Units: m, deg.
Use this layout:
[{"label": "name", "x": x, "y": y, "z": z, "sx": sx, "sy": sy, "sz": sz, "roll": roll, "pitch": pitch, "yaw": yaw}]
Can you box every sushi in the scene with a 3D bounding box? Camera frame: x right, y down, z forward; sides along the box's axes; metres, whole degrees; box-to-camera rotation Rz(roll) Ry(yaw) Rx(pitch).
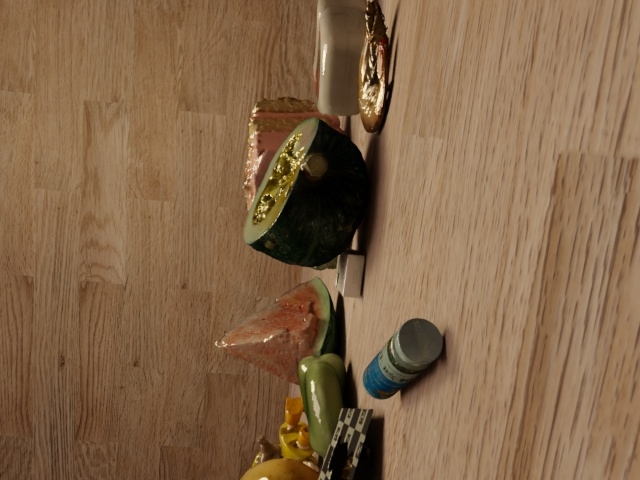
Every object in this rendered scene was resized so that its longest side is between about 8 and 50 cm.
[{"label": "sushi", "x": 0.047, "y": 0.362, "z": 0.856, "sx": 0.215, "sy": 0.050, "sz": 0.192, "roll": 122, "pitch": 169, "yaw": -70}]

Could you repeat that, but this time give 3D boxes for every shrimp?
[{"label": "shrimp", "x": 0.099, "y": -0.312, "z": 1.005, "sx": 0.133, "sy": 0.053, "sz": 0.236, "roll": -91, "pitch": 5, "yaw": -69}]

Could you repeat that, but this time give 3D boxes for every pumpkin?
[{"label": "pumpkin", "x": -0.004, "y": -0.082, "z": 1.116, "sx": 0.263, "sy": 0.196, "sz": 0.293, "roll": -19, "pitch": 47, "yaw": 64}]

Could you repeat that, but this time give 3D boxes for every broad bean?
[{"label": "broad bean", "x": 0.008, "y": 0.321, "z": 1.085, "sx": 0.228, "sy": 0.100, "sz": 0.170, "roll": -91, "pitch": -7, "yaw": -74}]

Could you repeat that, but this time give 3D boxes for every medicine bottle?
[{"label": "medicine bottle", "x": 0.088, "y": 0.140, "z": 0.632, "sx": 0.191, "sy": 0.051, "sz": 0.051, "roll": 103, "pitch": 171, "yaw": -62}]

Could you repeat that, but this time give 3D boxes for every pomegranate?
[{"label": "pomegranate", "x": -0.071, "y": 0.556, "z": 1.114, "sx": 0.233, "sy": 0.233, "sz": 0.233, "roll": -174, "pitch": 90, "yaw": -85}]

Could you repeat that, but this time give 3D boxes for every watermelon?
[{"label": "watermelon", "x": -0.072, "y": 0.280, "z": 1.344, "sx": 0.283, "sy": 0.292, "sz": 0.251, "roll": -103, "pitch": -11, "yaw": -72}]

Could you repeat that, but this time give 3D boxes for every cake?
[{"label": "cake", "x": -0.072, "y": -0.206, "z": 1.564, "sx": 0.307, "sy": 0.292, "sz": 0.314, "roll": -100, "pitch": 11, "yaw": -53}]

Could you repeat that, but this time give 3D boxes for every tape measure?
[{"label": "tape measure", "x": 0.051, "y": -0.419, "z": 1.292, "sx": 0.258, "sy": 0.130, "sz": 0.265, "roll": 98, "pitch": 170, "yaw": -56}]

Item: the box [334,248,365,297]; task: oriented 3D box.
[{"label": "box", "x": 0.058, "y": 0.063, "z": 1.132, "sx": 0.154, "sy": 0.040, "sz": 0.084, "roll": -142, "pitch": 57, "yaw": -83}]

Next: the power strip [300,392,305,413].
[{"label": "power strip", "x": -0.035, "y": 0.453, "z": 1.742, "sx": 0.028, "sy": 0.049, "sz": 0.178, "roll": 117, "pitch": 159, "yaw": -63}]

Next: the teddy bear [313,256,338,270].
[{"label": "teddy bear", "x": 0.014, "y": 0.016, "z": 1.362, "sx": 0.133, "sy": 0.111, "sz": 0.213, "roll": -43, "pitch": 18, "yaw": -1}]

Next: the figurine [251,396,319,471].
[{"label": "figurine", "x": -0.085, "y": 0.600, "z": 1.500, "sx": 0.215, "sy": 0.187, "sz": 0.344, "roll": -117, "pitch": 37, "yaw": -58}]
